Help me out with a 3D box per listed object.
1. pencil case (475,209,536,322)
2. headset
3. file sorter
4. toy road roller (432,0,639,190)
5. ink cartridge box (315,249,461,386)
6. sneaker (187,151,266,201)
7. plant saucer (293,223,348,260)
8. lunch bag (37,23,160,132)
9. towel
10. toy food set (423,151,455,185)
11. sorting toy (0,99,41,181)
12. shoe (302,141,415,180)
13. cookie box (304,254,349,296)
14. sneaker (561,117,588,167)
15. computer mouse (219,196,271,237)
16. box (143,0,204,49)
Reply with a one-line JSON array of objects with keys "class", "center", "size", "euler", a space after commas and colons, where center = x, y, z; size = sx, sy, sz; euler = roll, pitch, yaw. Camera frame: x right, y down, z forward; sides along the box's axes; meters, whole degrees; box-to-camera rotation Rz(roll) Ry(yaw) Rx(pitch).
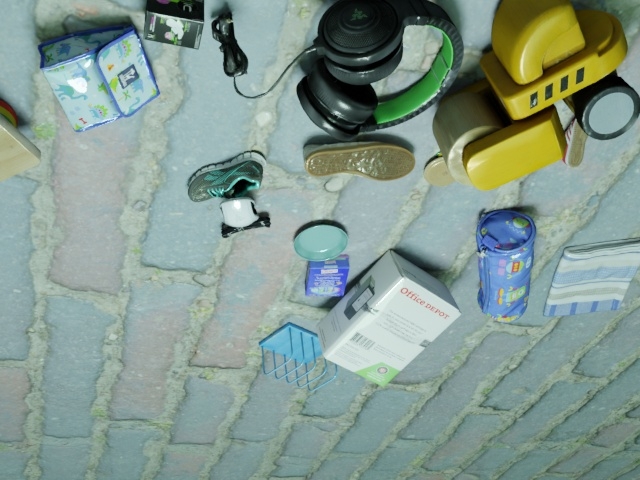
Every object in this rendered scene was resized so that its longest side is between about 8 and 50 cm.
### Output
[{"class": "pencil case", "center": [0.411, 0.064, 1.587], "size": [0.133, 0.119, 0.306], "euler": [-30, 141, -12]}, {"class": "headset", "center": [0.033, -0.291, 1.120], "size": [0.394, 0.185, 0.243], "euler": [-7, 147, -25]}, {"class": "file sorter", "center": [-0.054, 0.306, 1.812], "size": [0.170, 0.104, 0.118], "euler": [28, 129, -36]}, {"class": "toy road roller", "center": [0.320, -0.261, 1.132], "size": [0.330, 0.202, 0.240], "euler": [-27, 125, 14]}, {"class": "ink cartridge box", "center": [0.154, 0.183, 1.629], "size": [0.198, 0.114, 0.273], "euler": [31, 112, -28]}, {"class": "sneaker", "center": [-0.178, -0.105, 1.318], "size": [0.167, 0.076, 0.065], "euler": [-24, 137, 18]}, {"class": "plant saucer", "center": [0.000, 0.000, 1.518], "size": [0.119, 0.021, 0.119], "euler": [-5, 141, -5]}, {"class": "lunch bag", "center": [-0.341, -0.257, 1.101], "size": [0.151, 0.096, 0.128], "euler": [-21, 138, -7]}, {"class": "towel", "center": [0.678, 0.100, 1.747], "size": [0.209, 0.034, 0.285], "euler": [-6, 141, -1]}, {"class": "toy food set", "center": [0.245, -0.139, 1.393], "size": [0.083, 0.020, 0.082], "euler": [20, 132, -30]}, {"class": "sorting toy", "center": [-0.633, -0.187, 1.130], "size": [0.257, 0.089, 0.255], "euler": [-20, 139, 14]}, {"class": "shoe", "center": [0.072, -0.156, 1.324], "size": [0.219, 0.058, 0.076], "euler": [0, 120, -16]}, {"class": "cookie box", "center": [0.014, 0.081, 1.602], "size": [0.092, 0.040, 0.107], "euler": [0, 140, -9]}, {"class": "sneaker", "center": [0.483, -0.204, 1.349], "size": [0.042, 0.067, 0.118], "euler": [7, 108, -15]}, {"class": "computer mouse", "center": [-0.155, -0.040, 1.368], "size": [0.106, 0.042, 0.193], "euler": [-8, 169, 0]}, {"class": "box", "center": [-0.219, -0.330, 1.051], "size": [0.083, 0.062, 0.052], "euler": [7, 140, -18]}]
